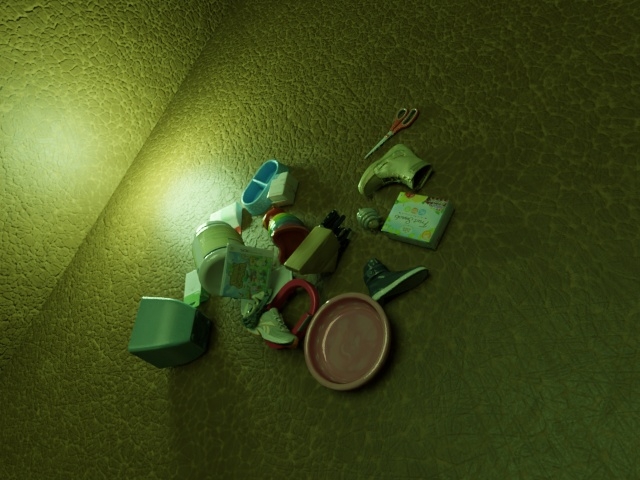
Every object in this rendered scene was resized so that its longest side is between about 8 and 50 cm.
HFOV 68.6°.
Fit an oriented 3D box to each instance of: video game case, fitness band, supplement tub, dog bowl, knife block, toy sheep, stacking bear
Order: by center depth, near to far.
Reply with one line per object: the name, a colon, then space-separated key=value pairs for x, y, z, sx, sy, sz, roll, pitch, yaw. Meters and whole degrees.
knife block: x=0.000 y=0.000 z=1.801 sx=0.088 sy=0.275 sz=0.242 roll=16 pitch=102 yaw=43
fitness band: x=-0.118 y=0.283 z=1.806 sx=0.291 sy=0.054 sz=0.209 roll=-52 pitch=45 yaw=12
toy sheep: x=0.186 y=-0.086 z=1.818 sx=0.091 sy=0.091 sz=0.132 roll=-45 pitch=41 yaw=4
video game case: x=-0.296 y=0.131 z=1.900 sx=0.023 sy=0.193 sz=0.212 roll=171 pitch=107 yaw=-71
stacking bear: x=-0.160 y=-0.048 z=2.011 sx=0.164 sy=0.175 sz=0.289 roll=-23 pitch=33 yaw=-13
supplement tub: x=-0.438 y=0.070 z=2.069 sx=0.235 sy=0.235 sz=0.325 roll=-43 pitch=36 yaw=6
dog bowl: x=-0.275 y=-0.267 z=2.294 sx=0.166 sy=0.074 sz=0.297 roll=26 pitch=80 yaw=44

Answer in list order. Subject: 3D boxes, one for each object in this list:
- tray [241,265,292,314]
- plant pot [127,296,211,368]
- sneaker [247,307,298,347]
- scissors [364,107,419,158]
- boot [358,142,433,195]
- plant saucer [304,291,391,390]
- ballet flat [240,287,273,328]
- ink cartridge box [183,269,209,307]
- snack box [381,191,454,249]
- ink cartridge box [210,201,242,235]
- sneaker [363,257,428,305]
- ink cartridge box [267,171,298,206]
tray: x=-0.221 y=0.210 z=1.972 sx=0.270 sy=0.030 sz=0.145 roll=-26 pitch=49 yaw=22
plant pot: x=-0.621 y=0.394 z=2.018 sx=0.252 sy=0.248 sz=0.247 roll=-6 pitch=57 yaw=16
sneaker: x=-0.170 y=0.314 z=1.738 sx=0.262 sy=0.099 sz=0.121 roll=11 pitch=76 yaw=45
scissors: x=0.306 y=-0.456 z=2.011 sx=0.297 sy=0.021 sz=0.109 roll=-52 pitch=47 yaw=-5
boot: x=0.291 y=-0.243 z=1.836 sx=0.262 sy=0.095 sz=0.203 roll=-42 pitch=46 yaw=1
plant saucer: x=0.099 y=0.344 z=1.594 sx=0.332 sy=0.084 sz=0.332 roll=-18 pitch=56 yaw=29
ballet flat: x=-0.243 y=0.243 z=1.779 sx=0.070 sy=0.070 sz=0.188 roll=-5 pitch=43 yaw=35
ink cartridge box: x=-0.579 y=0.239 z=2.203 sx=0.109 sy=0.062 sz=0.209 roll=-24 pitch=51 yaw=24
snack box: x=0.350 y=-0.074 z=1.694 sx=0.207 sy=0.070 sz=0.174 roll=17 pitch=73 yaw=44
ink cartridge box: x=-0.474 y=-0.063 z=2.329 sx=0.181 sy=0.056 sz=0.225 roll=-22 pitch=49 yaw=25
sneaker: x=0.251 y=0.108 z=1.639 sx=0.226 sy=0.086 sz=0.163 roll=-32 pitch=50 yaw=18
ink cartridge box: x=-0.175 y=-0.229 z=2.181 sx=0.092 sy=0.090 sz=0.143 roll=-7 pitch=60 yaw=34
